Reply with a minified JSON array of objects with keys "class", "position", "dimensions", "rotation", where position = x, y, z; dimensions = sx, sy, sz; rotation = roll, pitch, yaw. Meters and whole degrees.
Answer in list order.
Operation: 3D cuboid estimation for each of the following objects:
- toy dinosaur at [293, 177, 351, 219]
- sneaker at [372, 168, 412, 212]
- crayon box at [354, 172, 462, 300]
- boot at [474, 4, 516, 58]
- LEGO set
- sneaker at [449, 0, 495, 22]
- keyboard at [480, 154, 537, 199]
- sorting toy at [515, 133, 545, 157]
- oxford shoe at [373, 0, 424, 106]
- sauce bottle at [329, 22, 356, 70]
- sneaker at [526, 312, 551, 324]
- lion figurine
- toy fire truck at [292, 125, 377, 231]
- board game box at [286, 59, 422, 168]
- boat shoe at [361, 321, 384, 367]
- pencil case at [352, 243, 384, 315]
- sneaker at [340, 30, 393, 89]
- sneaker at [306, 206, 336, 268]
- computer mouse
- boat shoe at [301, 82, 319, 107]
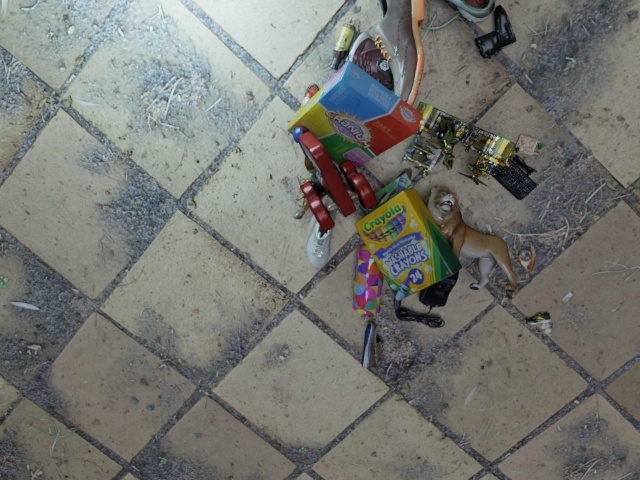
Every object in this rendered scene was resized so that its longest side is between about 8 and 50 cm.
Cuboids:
[{"class":"toy dinosaur","position":[-0.009,-0.148,1.464],"dimensions":[0.212,0.064,0.112],"rotation":[-32,126,17]},{"class":"sneaker","position":[0.243,-0.128,1.444],"dimensions":[0.086,0.064,0.192],"rotation":[35,113,-5]},{"class":"crayon box","position":[0.240,-0.009,1.357],"dimensions":[0.203,0.083,0.322],"rotation":[-35,80,38]},{"class":"boot","position":[0.490,-0.590,1.308],"dimensions":[0.099,0.045,0.121],"rotation":[-25,102,16]},{"class":"LEGO set","position":[0.369,-0.244,1.312],"dimensions":[0.332,0.255,0.192],"rotation":[24,106,-1]},{"class":"sneaker","position":[0.362,-0.700,1.247],"dimensions":[0.272,0.108,0.100],"rotation":[29,107,-4]},{"class":"keyboard","position":[0.591,-0.215,1.415],"dimensions":[0.192,0.038,0.100],"rotation":[39,104,-9]},{"class":"sorting toy","position":[0.641,-0.286,1.403],"dimensions":[0.084,0.012,0.061],"rotation":[17,102,1]},{"class":"oxford shoe","position":[0.208,-0.521,1.261],"dimensions":[0.133,0.130,0.363],"rotation":[2,81,-4]},{"class":"sauce bottle","position":[0.062,-0.562,1.336],"dimensions":[0.042,0.042,0.128],"rotation":[20,105,-3]},{"class":"sneaker","position":[0.738,0.263,1.556],"dimensions":[0.084,0.031,0.035],"rotation":[-9,92,1]},{"class":"lion figurine","position":[0.472,0.009,1.437],"dimensions":[0.392,0.240,0.142],"rotation":[29,150,-21]},{"class":"toy fire truck","position":[0.013,-0.191,1.264],"dimensions":[0.170,0.302,0.253],"rotation":[-28,120,1]},{"class":"board game box","position":[0.081,-0.322,1.256],"dimensions":[0.242,0.317,0.064],"rotation":[29,67,-20]},{"class":"boat shoe","position":[0.186,0.363,1.598],"dimensions":[0.066,0.066,0.183],"rotation":[4,117,-3]},{"class":"pencil case","position":[0.160,0.129,1.508],"dimensions":[0.105,0.104,0.236],"rotation":[4,108,2]},{"class":"sneaker","position":[0.123,-0.444,1.338],"dimensions":[0.163,0.106,0.281],"rotation":[24,106,-7]},{"class":"sneaker","position":[0.000,0.000,1.479],"dimensions":[0.080,0.094,0.212],"rotation":[10,107,-1]},{"class":"computer mouse","position":[0.346,0.165,1.533],"dimensions":[0.184,0.060,0.261],"rotation":[9,115,1]},{"class":"boat shoe","position":[-0.035,-0.406,1.387],"dimensions":[0.049,0.043,0.136],"rotation":[17,105,0]}]
